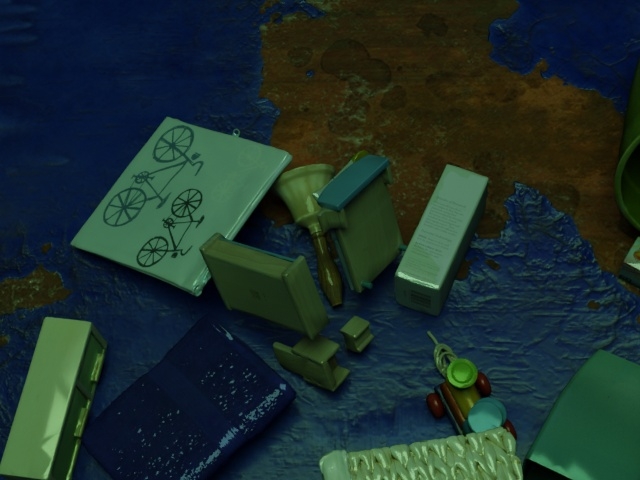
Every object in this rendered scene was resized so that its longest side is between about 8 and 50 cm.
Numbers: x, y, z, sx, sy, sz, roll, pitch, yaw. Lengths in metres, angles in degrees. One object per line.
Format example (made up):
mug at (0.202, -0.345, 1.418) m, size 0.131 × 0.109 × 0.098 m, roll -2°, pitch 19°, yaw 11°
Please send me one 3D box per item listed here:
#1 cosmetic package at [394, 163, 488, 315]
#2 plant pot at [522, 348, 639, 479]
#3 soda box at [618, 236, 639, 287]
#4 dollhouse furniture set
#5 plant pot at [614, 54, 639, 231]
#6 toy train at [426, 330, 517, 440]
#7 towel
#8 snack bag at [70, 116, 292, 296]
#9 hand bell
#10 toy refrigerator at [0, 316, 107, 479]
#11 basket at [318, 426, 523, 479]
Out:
cosmetic package at (0.207, -0.001, 1.780) m, size 0.085 × 0.117 × 0.231 m, roll 19°, pitch 65°, yaw 14°
plant pot at (0.422, 0.299, 1.578) m, size 0.165 × 0.166 × 0.234 m, roll 23°, pitch 60°, yaw 18°
soda box at (0.591, 0.068, 1.726) m, size 0.183 × 0.063 × 0.058 m, roll 30°, pitch 69°, yaw 19°
dollhouse furniture set at (0.002, 0.029, 1.750) m, size 0.198 × 0.286 × 0.303 m, roll 16°, pitch 49°, yaw 40°
plant pot at (0.668, -0.228, 1.740) m, size 0.366 × 0.366 × 0.353 m, roll 2°, pitch 50°, yaw 8°
toy train at (0.217, 0.223, 1.645) m, size 0.105 × 0.143 × 0.248 m, roll -23°, pitch 62°, yaw -6°
towel at (-0.215, 0.292, 1.709) m, size 0.308 × 0.076 × 0.227 m, roll -43°, pitch 59°, yaw -14°
snack bag at (-0.243, -0.073, 1.862) m, size 0.342 × 0.037 × 0.323 m, roll 17°, pitch 64°, yaw 36°
hand bell at (0.000, 0.000, 1.828) m, size 0.126 × 0.126 × 0.242 m, roll -16°, pitch 74°, yaw -2°
toy refrigerator at (-0.433, 0.272, 1.724) m, size 0.094 × 0.102 × 0.269 m, roll 5°, pitch 63°, yaw 10°
basket at (0.154, 0.465, 1.432) m, size 0.266 × 0.331 × 0.328 m, roll -10°, pitch 62°, yaw -5°
